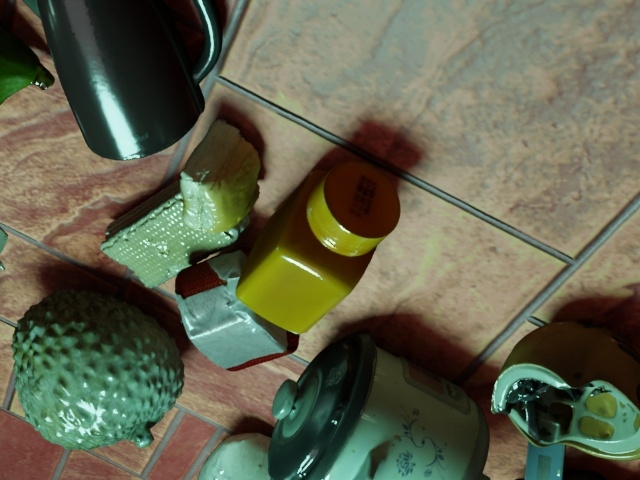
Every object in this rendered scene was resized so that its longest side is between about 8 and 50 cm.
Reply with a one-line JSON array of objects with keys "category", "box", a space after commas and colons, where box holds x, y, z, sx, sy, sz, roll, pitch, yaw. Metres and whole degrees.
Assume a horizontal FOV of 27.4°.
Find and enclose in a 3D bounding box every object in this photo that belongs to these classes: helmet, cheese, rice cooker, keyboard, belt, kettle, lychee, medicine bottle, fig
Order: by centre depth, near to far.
[{"category": "kettle", "box": [-0.209, -0.223, 1.443, 0.202, 0.144, 0.232, -8, 134, 10]}, {"category": "fig", "box": [-0.448, -0.216, 1.578, 0.244, 0.195, 0.195, -8, 148, -16]}, {"category": "medicine bottle", "box": [0.001, 0.000, 1.589, 0.112, 0.149, 0.222, 31, 144, -11]}, {"category": "helmet", "box": [0.329, 0.178, 1.647, 0.224, 0.130, 0.198, 29, 150, -24]}, {"category": "belt", "box": [-0.100, 0.091, 1.763, 0.124, 0.128, 0.201, -19, 145, 17]}, {"category": "rice cooker", "box": [0.069, 0.278, 1.821, 0.316, 0.317, 0.264, 30, 108, -8]}, {"category": "keyboard", "box": [0.312, 0.318, 1.828, 0.055, 0.176, 0.014, 7, -175, 33]}, {"category": "lychee", "box": [-0.338, 0.197, 1.982, 0.274, 0.255, 0.255, 56, 145, 11]}, {"category": "cheese", "box": [-0.102, 0.410, 2.172, 0.189, 0.154, 0.198, 42, 149, 9]}]

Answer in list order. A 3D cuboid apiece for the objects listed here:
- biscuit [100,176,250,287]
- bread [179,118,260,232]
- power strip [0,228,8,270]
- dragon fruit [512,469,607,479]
[{"category": "biscuit", "box": [-0.200, -0.010, 1.768, 0.108, 0.062, 0.239, 39, 143, -20]}, {"category": "bread", "box": [-0.121, -0.070, 1.608, 0.082, 0.106, 0.125, 18, 147, 9]}, {"category": "power strip", "box": [-0.536, -0.031, 1.920, 0.029, 0.080, 0.227, -5, 135, 38]}, {"category": "dragon fruit", "box": [0.378, 0.438, 1.952, 0.268, 0.130, 0.295, -1, 138, 31]}]
